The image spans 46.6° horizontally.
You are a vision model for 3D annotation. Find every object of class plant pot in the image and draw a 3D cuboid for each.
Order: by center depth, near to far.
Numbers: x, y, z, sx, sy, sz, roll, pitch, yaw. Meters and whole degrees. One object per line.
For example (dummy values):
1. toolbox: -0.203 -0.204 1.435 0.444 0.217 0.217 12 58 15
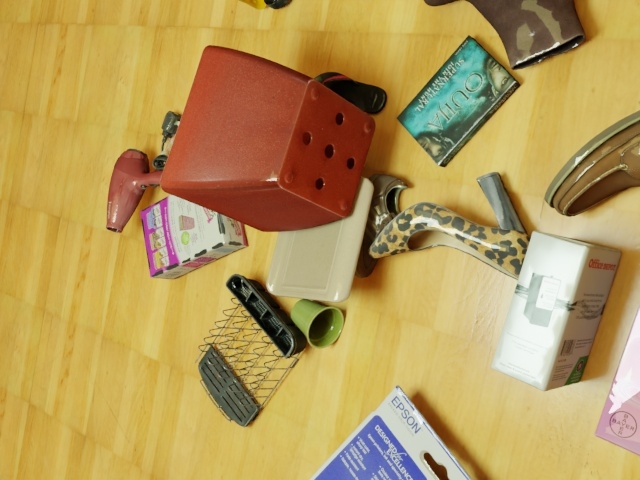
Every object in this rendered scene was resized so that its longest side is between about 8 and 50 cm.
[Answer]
1. plant pot: -0.065 -0.160 1.270 0.236 0.267 0.267 11 81 43
2. plant pot: -0.013 0.145 1.374 0.079 0.083 0.083 30 105 47

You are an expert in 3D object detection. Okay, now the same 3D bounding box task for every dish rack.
1. dish rack: -0.155 0.226 1.470 0.208 0.074 0.271 47 113 30

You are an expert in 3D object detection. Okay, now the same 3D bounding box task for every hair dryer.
1. hair dryer: -0.377 -0.139 1.606 0.293 0.080 0.223 -50 41 11

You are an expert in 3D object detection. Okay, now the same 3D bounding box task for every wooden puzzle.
1. wooden puzzle: 0.000 0.000 1.345 0.239 0.044 0.220 1 75 55

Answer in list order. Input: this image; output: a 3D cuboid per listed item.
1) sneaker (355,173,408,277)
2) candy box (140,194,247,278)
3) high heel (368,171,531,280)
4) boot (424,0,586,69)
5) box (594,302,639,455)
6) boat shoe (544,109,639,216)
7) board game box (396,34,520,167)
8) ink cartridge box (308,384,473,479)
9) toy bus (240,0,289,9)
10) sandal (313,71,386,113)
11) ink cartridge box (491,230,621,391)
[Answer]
1. sneaker: 0.102 -0.022 1.300 0.071 0.066 0.188 12 94 36
2. candy box: -0.273 -0.026 1.577 0.234 0.071 0.159 -23 72 34
3. high heel: 0.206 0.024 1.198 0.261 0.093 0.186 -28 64 23
4. boot: 0.280 -0.368 1.178 0.249 0.090 0.206 -15 75 31
5. box: 0.507 0.180 0.952 0.214 0.117 0.242 22 99 36
6. boat shoe: 0.453 -0.118 1.018 0.307 0.111 0.104 -42 62 27
7. board game box: 0.228 -0.232 1.248 0.186 0.026 0.126 -49 60 23
8. ink cartridge box: 0.140 0.453 1.239 0.307 0.072 0.303 -50 59 20
9. toy bus: -0.085 -0.590 1.447 0.220 0.149 0.211 -18 63 37
10. sandal: 0.041 -0.277 1.381 0.179 0.040 0.067 19 98 36
11. ink cartridge box: 0.339 0.097 1.062 0.087 0.153 0.208 21 98 37
